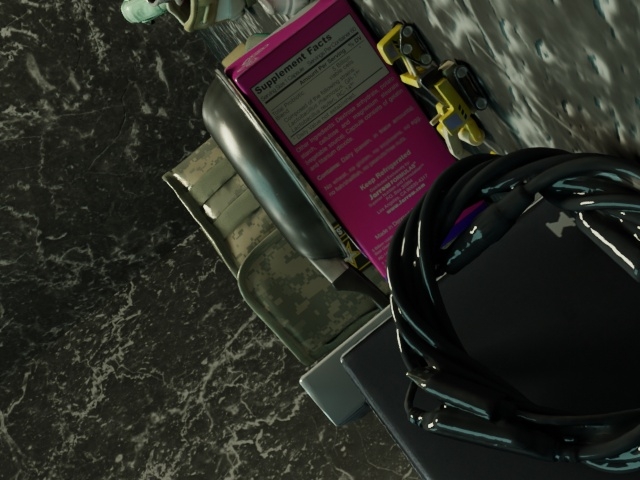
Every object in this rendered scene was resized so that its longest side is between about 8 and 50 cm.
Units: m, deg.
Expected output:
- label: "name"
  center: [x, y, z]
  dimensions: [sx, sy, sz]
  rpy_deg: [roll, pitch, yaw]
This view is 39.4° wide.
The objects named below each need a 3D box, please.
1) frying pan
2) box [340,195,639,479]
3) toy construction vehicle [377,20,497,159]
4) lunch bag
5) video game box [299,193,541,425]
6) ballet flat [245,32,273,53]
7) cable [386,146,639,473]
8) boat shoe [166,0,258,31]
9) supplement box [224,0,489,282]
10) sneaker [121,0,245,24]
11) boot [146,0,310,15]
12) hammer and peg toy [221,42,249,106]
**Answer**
- label: "frying pan"
  center: [-0.011, -0.015, 0.807]
  dimensions: [0.326, 0.053, 0.197]
  rpy_deg: [56, 178, -34]
- label: "box"
  center: [0.195, 0.173, 0.546]
  dimensions: [0.296, 0.183, 0.294]
  rpy_deg: [51, 178, 36]
- label: "toy construction vehicle"
  center: [0.077, -0.091, 0.583]
  dimensions: [0.098, 0.035, 0.086]
  rpy_deg: [52, 180, -26]
- label: "lunch bag"
  center: [-0.006, -0.028, 1.053]
  dimensions: [0.287, 0.235, 0.169]
  rpy_deg: [51, -179, 25]
- label: "video game box"
  center: [0.086, 0.058, 0.672]
  dimensions: [0.048, 0.205, 0.187]
  rpy_deg: [50, 180, 10]
- label: "ballet flat"
  center: [-0.067, -0.175, 1.186]
  dimensions: [0.068, 0.072, 0.213]
  rpy_deg: [15, 127, 22]
- label: "cable"
  center: [0.115, 0.031, 0.423]
  dimensions: [0.185, 0.150, 0.047]
  rpy_deg: [3, 177, 41]
- label: "boat shoe"
  center: [-0.147, -0.314, 0.945]
  dimensions: [0.113, 0.103, 0.302]
  rpy_deg: [51, 179, 21]
- label: "supplement box"
  center: [0.029, -0.088, 0.767]
  dimensions: [0.220, 0.114, 0.111]
  rpy_deg: [54, 180, -17]
- label: "sneaker"
  center: [-0.214, -0.356, 1.344]
  dimensions: [0.094, 0.151, 0.256]
  rpy_deg: [54, 177, -41]
- label: "boot"
  center: [-0.091, -0.230, 0.710]
  dimensions: [0.095, 0.123, 0.258]
  rpy_deg: [52, 180, 19]
- label: "hammer and peg toy"
  center: [-0.096, -0.218, 1.821]
  dimensions: [0.266, 0.127, 0.361]
  rpy_deg: [51, 180, 29]
